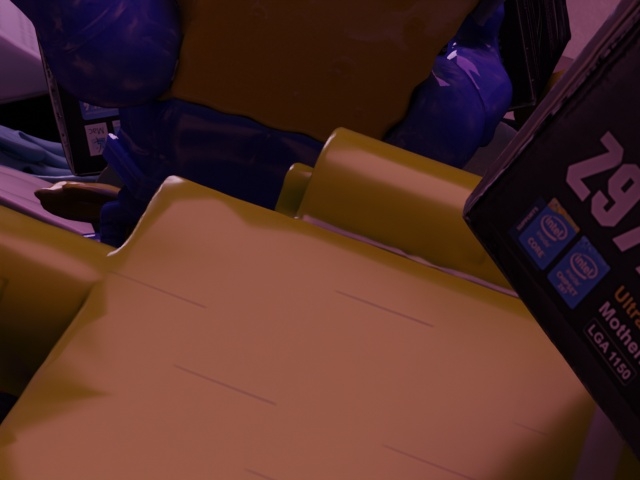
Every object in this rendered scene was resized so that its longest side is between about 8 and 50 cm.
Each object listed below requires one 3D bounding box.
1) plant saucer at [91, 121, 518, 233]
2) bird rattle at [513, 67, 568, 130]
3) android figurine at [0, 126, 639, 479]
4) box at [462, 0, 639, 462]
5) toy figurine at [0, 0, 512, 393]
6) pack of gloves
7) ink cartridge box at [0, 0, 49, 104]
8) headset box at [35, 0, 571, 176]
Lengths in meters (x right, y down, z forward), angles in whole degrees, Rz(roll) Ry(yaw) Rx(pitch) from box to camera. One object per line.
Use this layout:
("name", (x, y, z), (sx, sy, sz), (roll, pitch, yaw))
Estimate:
("plant saucer", (0.000, 0.000, 0.800), (0.195, 0.037, 0.195), (-4, -25, -2))
("bird rattle", (0.059, -0.009, 1.016), (0.207, 0.143, 0.253), (9, 19, 34))
("android figurine", (0.013, 0.072, 0.405), (0.273, 0.056, 0.248), (20, 41, 10))
("box", (0.208, 0.089, 0.388), (0.257, 0.079, 0.322), (5, 43, -49))
("toy figurine", (0.018, -0.042, 0.610), (0.362, 0.217, 0.191), (15, 23, -28))
("pack of gloves", (-0.215, -0.046, 0.955), (0.232, 0.046, 0.195), (23, 9, -8))
("ink cartridge box", (-0.236, -0.123, 1.241), (0.385, 0.091, 0.308), (30, 7, -16))
("headset box", (0.003, -0.140, 1.057), (0.246, 0.131, 0.283), (-8, 12, 12))
